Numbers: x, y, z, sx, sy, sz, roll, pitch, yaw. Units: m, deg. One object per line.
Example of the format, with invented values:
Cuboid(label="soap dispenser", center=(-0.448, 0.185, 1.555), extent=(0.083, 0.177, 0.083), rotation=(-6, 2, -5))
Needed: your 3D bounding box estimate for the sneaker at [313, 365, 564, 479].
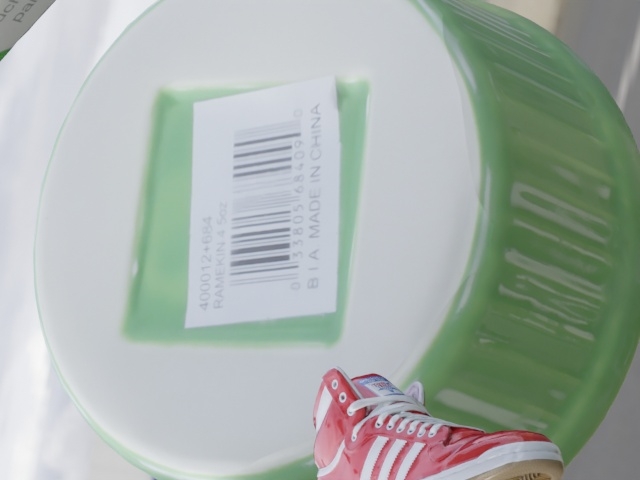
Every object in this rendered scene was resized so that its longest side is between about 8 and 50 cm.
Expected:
Cuboid(label="sneaker", center=(0.035, 0.067, 0.636), extent=(0.118, 0.042, 0.067), rotation=(-30, 53, 46))

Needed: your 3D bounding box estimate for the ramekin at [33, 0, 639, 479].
Cuboid(label="ramekin", center=(0.000, 0.000, 0.944), extent=(0.148, 0.303, 0.303), rotation=(23, -105, -56))

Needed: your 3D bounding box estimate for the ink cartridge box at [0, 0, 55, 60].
Cuboid(label="ink cartridge box", center=(-0.190, -0.107, 0.499), extent=(0.211, 0.121, 0.289), rotation=(-45, -16, 14))
